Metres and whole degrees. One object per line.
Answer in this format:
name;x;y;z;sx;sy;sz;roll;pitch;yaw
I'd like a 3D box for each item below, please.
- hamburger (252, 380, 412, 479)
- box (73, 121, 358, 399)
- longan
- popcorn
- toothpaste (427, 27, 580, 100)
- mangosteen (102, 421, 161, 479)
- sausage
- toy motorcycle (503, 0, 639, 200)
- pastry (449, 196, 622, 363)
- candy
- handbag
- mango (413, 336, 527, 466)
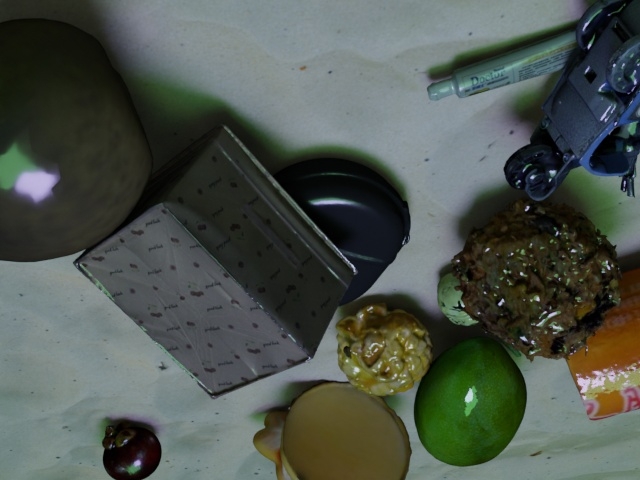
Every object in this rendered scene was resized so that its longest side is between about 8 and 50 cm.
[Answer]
hamburger;0.016;0.431;1.755;0.303;0.261;0.186;22;140;-1
box;-0.144;0.038;1.227;0.225;0.190;0.297;-29;110;39
longan;-0.344;-0.117;1.062;0.289;0.288;0.350;5;162;-9
popcorn;0.111;0.191;1.564;0.180;0.180;0.170;-28;172;26
toothpaste;0.266;-0.231;1.158;0.256;0.037;0.067;-16;140;9
mangosteen;-0.403;0.437;1.838;0.140;0.140;0.140;-2;139;-1
sausage;0.554;0.161;1.480;0.287;0.233;0.233;-19;137;19
toy motorcycle;0.391;-0.180;1.141;0.213;0.125;0.358;1;139;-28
pastry;0.330;0.067;1.345;0.275;0.193;0.274;12;121;20
candy;0.300;0.150;1.581;0.093;0.092;0.335;-10;149;28
handbag;0.000;0.001;1.368;0.254;0.093;0.308;17;135;-20
mango;0.275;0.285;1.602;0.225;0.201;0.382;-38;153;-17
